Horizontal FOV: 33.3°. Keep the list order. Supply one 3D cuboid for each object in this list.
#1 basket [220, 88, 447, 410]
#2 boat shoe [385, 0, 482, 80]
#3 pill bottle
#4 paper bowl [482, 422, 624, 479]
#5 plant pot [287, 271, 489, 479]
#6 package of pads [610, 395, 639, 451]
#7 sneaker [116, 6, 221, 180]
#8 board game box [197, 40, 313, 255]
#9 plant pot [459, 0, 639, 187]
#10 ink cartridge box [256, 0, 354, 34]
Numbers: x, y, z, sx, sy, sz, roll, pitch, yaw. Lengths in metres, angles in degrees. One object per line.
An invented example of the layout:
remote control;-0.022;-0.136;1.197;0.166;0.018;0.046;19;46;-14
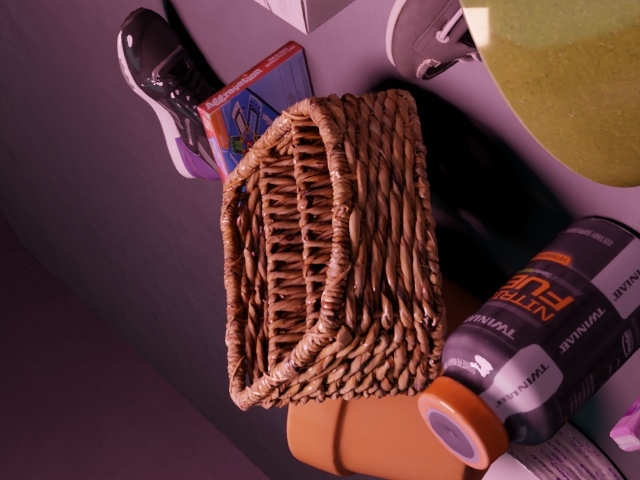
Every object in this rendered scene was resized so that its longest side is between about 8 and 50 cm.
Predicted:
basket;0.000;0.000;1.091;0.213;0.223;0.299;87;180;-59
boat shoe;0.137;-0.197;0.818;0.095;0.112;0.335;51;156;11
pill bottle;0.202;0.099;0.988;0.130;0.245;0.130;41;157;22
paper bowl;0.269;0.346;1.410;0.284;0.148;0.284;43;158;22
plant pot;0.119;0.168;1.267;0.203;0.291;0.291;22;149;23
package of pads;0.332;0.174;1.078;0.032;0.083;0.050;44;162;2
sneaker;-0.172;-0.202;1.491;0.124;0.107;0.283;12;143;36
board game box;-0.058;-0.097;1.330;0.027;0.145;0.281;35;154;34
plant pot;0.250;-0.173;0.468;0.293;0.275;0.275;-5;123;47
ink cartridge box;-0.026;-0.271;1.038;0.135;0.099;0.056;39;156;29
